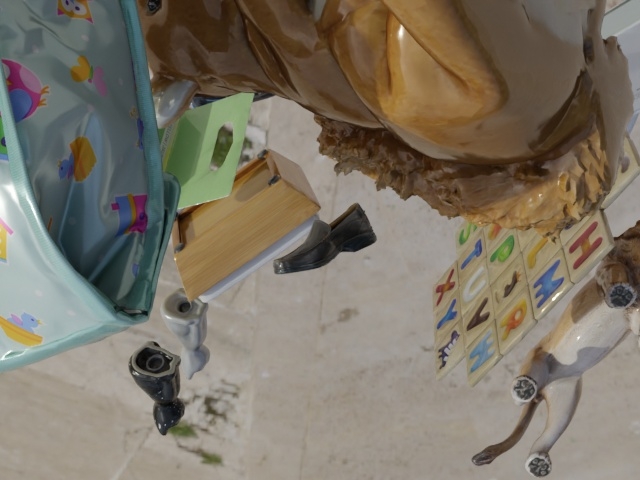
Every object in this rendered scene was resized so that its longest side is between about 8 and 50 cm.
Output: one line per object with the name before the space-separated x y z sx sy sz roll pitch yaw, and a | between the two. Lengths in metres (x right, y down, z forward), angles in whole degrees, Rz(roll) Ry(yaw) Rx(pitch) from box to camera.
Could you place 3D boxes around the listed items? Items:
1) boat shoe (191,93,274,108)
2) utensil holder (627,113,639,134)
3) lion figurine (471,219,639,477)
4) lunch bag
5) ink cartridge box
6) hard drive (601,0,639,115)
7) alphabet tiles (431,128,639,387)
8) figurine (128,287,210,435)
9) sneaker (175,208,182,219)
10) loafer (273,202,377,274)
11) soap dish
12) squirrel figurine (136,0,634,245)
boat shoe | -0.127 -0.311 1.743 0.258 0.089 0.109 -33 91 -13
utensil holder | 0.400 -0.325 1.811 0.327 0.385 0.328 -18 122 -31
lion figurine | 0.344 0.120 1.138 0.142 0.240 0.392 45 114 0
lunch bag | -0.219 -0.042 0.580 0.223 0.160 0.262 -18 84 26
ink cartridge box | -0.200 -0.107 1.093 0.235 0.171 0.056 -15 141 32
hard drive | 0.452 -0.257 1.315 0.203 0.040 0.307 -30 157 21
alphabet tiles | 0.225 -0.004 1.006 0.011 0.285 0.342 27 124 -14
figurine | -0.270 0.231 1.690 0.092 0.215 0.209 13 138 12
sneaker | -0.276 -0.100 1.492 0.111 0.121 0.300 3 162 -40
loafer | 0.000 0.000 1.238 0.062 0.170 0.061 -6 105 52
soap dish | -0.150 -0.037 1.666 0.291 0.229 0.118 -35 116 6
squirrel figurine | 0.030 -0.147 0.707 0.370 0.281 0.397 -2 142 38
